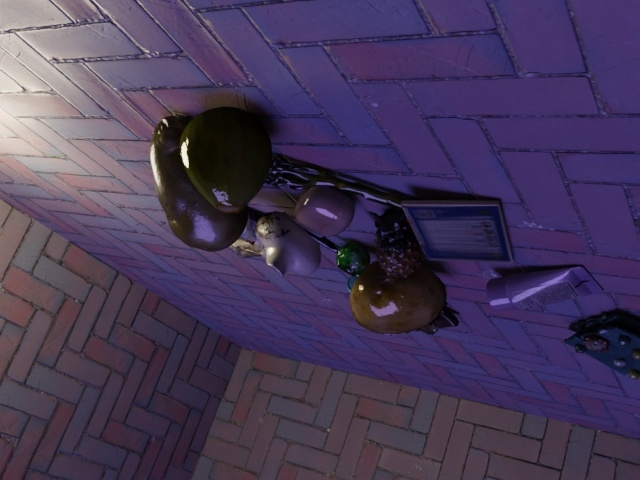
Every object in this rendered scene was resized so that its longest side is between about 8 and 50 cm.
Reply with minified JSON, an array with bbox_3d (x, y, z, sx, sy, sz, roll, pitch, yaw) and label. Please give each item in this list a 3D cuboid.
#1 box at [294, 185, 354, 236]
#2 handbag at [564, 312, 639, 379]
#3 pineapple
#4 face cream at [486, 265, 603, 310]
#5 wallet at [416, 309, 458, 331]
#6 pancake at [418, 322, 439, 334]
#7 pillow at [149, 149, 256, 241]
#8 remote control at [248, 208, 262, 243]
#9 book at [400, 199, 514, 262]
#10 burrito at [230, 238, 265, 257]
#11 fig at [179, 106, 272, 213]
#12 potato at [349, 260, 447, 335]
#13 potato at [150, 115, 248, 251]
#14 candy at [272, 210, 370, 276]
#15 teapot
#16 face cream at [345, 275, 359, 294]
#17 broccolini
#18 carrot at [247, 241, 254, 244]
[{"bbox_3d":[0.009,-0.075,1.908,0.146,0.088,0.200,24,162,-8],"label":"box"},{"bbox_3d":[0.864,0.305,2.074,0.274,0.100,0.269,22,162,-8],"label":"handbag"},{"bbox_3d":[0.191,-0.005,1.893,0.128,0.128,0.248,12,153,22],"label":"pineapple"},{"bbox_3d":[0.572,0.122,1.913,0.274,0.096,0.154,-13,142,36],"label":"face cream"},{"bbox_3d":[0.358,0.256,2.529,0.133,0.039,0.243,39,155,-14],"label":"wallet"},{"bbox_3d":[0.304,0.223,2.435,0.222,0.042,0.236,23,156,49],"label":"pancake"},{"bbox_3d":[-0.323,-0.119,2.023,0.275,0.076,0.280,11,134,24],"label":"pillow"},{"bbox_3d":[-0.253,-0.068,2.223,0.266,0.090,0.066,24,-161,-1],"label":"remote control"},{"bbox_3d":[0.338,-0.019,1.785,0.229,0.018,0.322,2,156,20],"label":"book"},{"bbox_3d":[-0.218,0.019,2.429,0.087,0.060,0.226,36,157,-26],"label":"burrito"},{"bbox_3d":[-0.203,-0.185,1.628,0.207,0.230,0.207,-10,133,-11],"label":"fig"},{"bbox_3d":[0.206,0.145,2.080,0.286,0.242,0.242,4,156,19],"label":"potato"},{"bbox_3d":[-0.308,-0.138,1.807,0.203,0.218,0.350,-19,106,27],"label":"potato"},{"bbox_3d":[0.001,-0.002,2.161,0.324,0.097,0.097,31,160,-5],"label":"candy"},{"bbox_3d":[-0.098,0.018,2.041,0.208,0.165,0.300,32,172,-11],"label":"teapot"},{"bbox_3d":[0.186,0.215,2.460,0.264,0.083,0.149,48,177,-35],"label":"face cream"},{"bbox_3d":[0.039,-0.125,1.793,0.392,0.078,0.074,18,-166,4],"label":"broccolini"},{"bbox_3d":[-0.283,-0.056,2.279,0.205,0.072,0.072,24,160,-10],"label":"carrot"}]
